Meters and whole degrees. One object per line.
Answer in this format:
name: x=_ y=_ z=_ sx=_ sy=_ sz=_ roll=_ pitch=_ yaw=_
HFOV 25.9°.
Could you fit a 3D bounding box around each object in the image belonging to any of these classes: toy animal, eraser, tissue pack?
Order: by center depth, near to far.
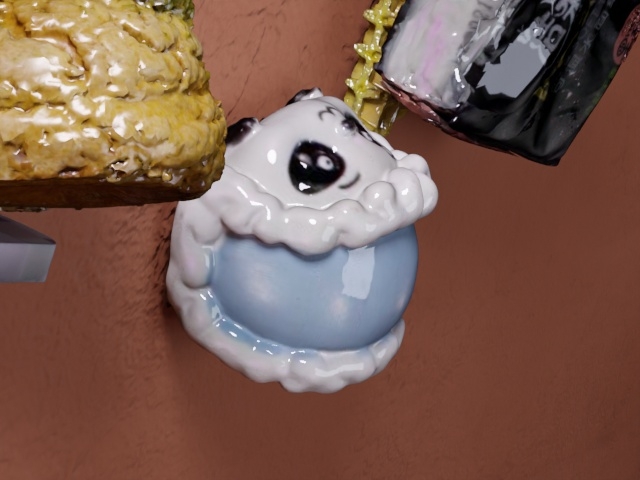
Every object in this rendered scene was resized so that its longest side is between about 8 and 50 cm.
eraser: x=-0.198 y=0.001 z=0.760 sx=0.105 sy=0.065 sz=0.026 roll=2 pitch=107 yaw=-64
toy animal: x=0.000 y=0.000 z=1.047 sx=0.208 sy=0.156 sz=0.204 roll=-33 pitch=141 yaw=-56
tissue pack: x=0.186 y=-0.190 z=1.185 sx=0.245 sy=0.123 sz=0.332 roll=-64 pitch=157 yaw=7

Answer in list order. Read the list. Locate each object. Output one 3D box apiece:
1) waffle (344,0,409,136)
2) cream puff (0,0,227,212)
waffle: x=0.064 y=-0.184 z=1.150 sx=0.160 sy=0.046 sz=0.192 roll=-44 pitch=145 yaw=-42
cream puff: x=-0.136 y=-0.104 z=0.725 sx=0.183 sy=0.183 sz=0.169 roll=3 pitch=84 yaw=-63
